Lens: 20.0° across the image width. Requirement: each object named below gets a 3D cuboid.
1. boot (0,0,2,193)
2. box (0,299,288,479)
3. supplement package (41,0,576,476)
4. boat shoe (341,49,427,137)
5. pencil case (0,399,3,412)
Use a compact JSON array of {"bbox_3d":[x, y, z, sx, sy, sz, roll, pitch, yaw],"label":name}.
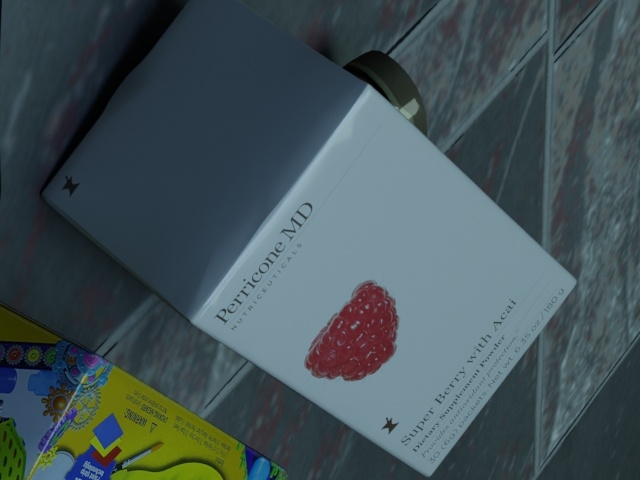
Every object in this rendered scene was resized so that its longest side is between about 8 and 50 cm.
[{"bbox_3d":[-0.083,-0.216,0.877,0.445,0.146,0.367,-38,144,-23],"label":"boot"},{"bbox_3d":[-0.201,0.190,1.065,0.279,0.177,0.290,-61,154,-7],"label":"box"},{"bbox_3d":[0.000,0.000,1.183,0.177,0.175,0.293,-53,139,0],"label":"supplement package"},{"bbox_3d":[0.021,-0.005,1.417,0.104,0.110,0.307,-30,133,-23],"label":"boat shoe"},{"bbox_3d":[-0.276,0.102,0.793,0.284,0.124,0.124,-24,132,-56],"label":"pencil case"}]
